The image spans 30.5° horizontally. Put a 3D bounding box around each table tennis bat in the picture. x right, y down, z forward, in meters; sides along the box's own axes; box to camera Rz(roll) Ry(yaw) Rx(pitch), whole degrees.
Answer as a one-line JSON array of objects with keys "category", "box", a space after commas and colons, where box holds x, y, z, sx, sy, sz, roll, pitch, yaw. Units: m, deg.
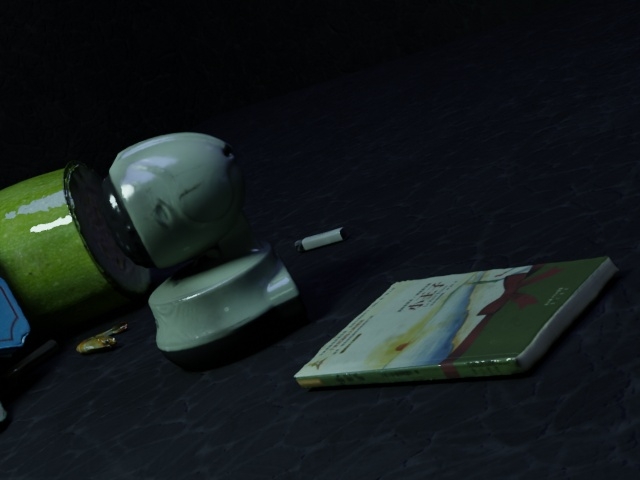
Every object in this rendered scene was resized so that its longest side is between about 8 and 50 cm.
[{"category": "table tennis bat", "box": [-0.499, 0.223, 1.775, 0.138, 0.022, 0.246, -10, 21, 49]}]

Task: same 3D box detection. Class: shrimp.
[{"category": "shrimp", "box": [-0.316, 0.143, 1.753, 0.083, 0.023, 0.114, -31, 10, -36]}]

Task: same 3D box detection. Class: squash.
[{"category": "squash", "box": [-0.506, 0.046, 1.947, 0.384, 0.263, 0.263, -22, 13, 12]}]

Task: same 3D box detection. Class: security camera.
[{"category": "security camera", "box": [-0.157, 0.002, 1.456, 0.191, 0.277, 0.197, -24, 14, -2]}]

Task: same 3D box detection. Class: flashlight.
[{"category": "flashlight", "box": [0.000, 0.000, 1.749, 0.083, 0.018, 0.018, -16, 15, 32]}]

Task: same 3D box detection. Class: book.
[{"category": "book", "box": [0.131, 0.084, 1.167, 0.289, 0.026, 0.201, -11, 21, 44]}]

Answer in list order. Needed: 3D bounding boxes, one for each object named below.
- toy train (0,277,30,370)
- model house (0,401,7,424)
[{"category": "toy train", "box": [-0.587, 0.109, 1.688, 0.188, 0.265, 0.300, -41, -17, 25]}, {"category": "model house", "box": [-0.490, 0.242, 1.579, 0.100, 0.088, 0.101, -47, 46, 4]}]
